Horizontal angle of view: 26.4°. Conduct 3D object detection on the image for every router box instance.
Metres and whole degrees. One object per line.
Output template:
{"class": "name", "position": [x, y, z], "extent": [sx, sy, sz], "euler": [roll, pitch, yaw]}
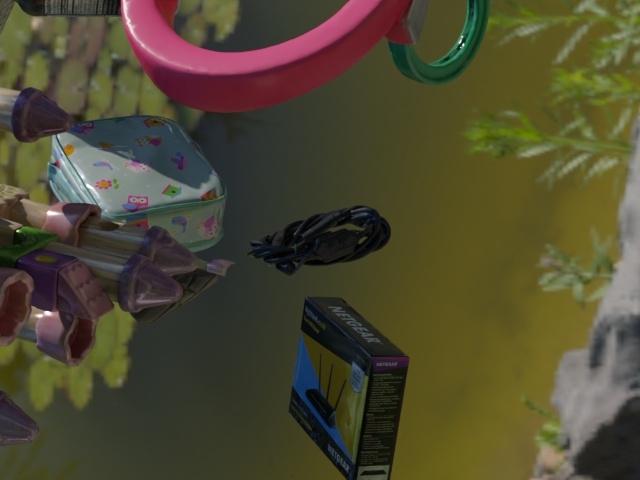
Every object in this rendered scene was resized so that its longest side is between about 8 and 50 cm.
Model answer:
{"class": "router box", "position": [0.025, 0.146, 1.365], "extent": [0.179, 0.046, 0.133], "euler": [-143, 58, -63]}

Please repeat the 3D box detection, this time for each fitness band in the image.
{"class": "fitness band", "position": [-0.024, -0.206, 0.931], "extent": [0.209, 0.054, 0.291], "euler": [3, 55, 17]}

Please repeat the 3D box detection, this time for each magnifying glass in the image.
{"class": "magnifying glass", "position": [0.103, -0.228, 1.001], "extent": [0.026, 0.092, 0.231], "euler": [23, 107, 44]}

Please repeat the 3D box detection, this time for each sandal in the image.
{"class": "sandal", "position": [-0.221, 0.026, 1.678], "extent": [0.120, 0.303, 0.086], "euler": [-32, 66, 10]}

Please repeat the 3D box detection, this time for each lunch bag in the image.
{"class": "lunch bag", "position": [-0.282, -0.081, 2.041], "extent": [0.279, 0.224, 0.108], "euler": [50, 144, 46]}

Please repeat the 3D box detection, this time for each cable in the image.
{"class": "cable", "position": [0.000, 0.000, 1.707], "extent": [0.150, 0.184, 0.047], "euler": [3, 112, 51]}

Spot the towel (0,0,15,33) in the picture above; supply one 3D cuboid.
{"class": "towel", "position": [-0.561, -0.424, 2.200], "extent": [0.284, 0.121, 0.235], "euler": [-54, 5, 35]}

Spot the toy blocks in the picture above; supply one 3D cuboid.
{"class": "toy blocks", "position": [-0.246, 0.010, 1.226], "extent": [0.260, 0.288, 0.309], "euler": [13, 108, 16]}

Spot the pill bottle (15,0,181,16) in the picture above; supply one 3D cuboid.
{"class": "pill bottle", "position": [-0.299, -0.343, 1.694], "extent": [0.130, 0.245, 0.130], "euler": [178, 90, -77]}
